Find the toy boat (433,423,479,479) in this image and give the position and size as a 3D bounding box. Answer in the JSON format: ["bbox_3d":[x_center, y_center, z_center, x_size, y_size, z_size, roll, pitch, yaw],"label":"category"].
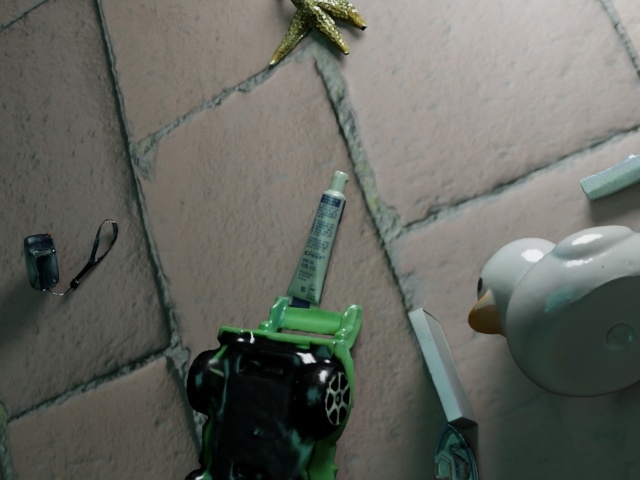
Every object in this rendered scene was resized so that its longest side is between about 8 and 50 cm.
[{"bbox_3d":[0.170,0.304,1.112,0.059,0.066,0.140,-12,70,30],"label":"toy boat"}]

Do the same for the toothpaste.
[{"bbox_3d":[0.000,0.000,1.307,0.062,0.037,0.216,16,90,33],"label":"toothpaste"}]

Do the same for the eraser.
[{"bbox_3d":[0.160,0.168,1.132,0.023,0.104,0.150,-24,66,14],"label":"eraser"}]

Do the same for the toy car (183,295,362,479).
[{"bbox_3d":[-0.056,0.255,1.197,0.213,0.176,0.359,2,84,27],"label":"toy car"}]

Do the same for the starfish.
[{"bbox_3d":[-0.014,-0.372,1.416,0.223,0.050,0.217,43,107,36],"label":"starfish"}]

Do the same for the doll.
[{"bbox_3d":[0.303,0.070,1.051,0.251,0.221,0.221,-20,66,-1],"label":"doll"}]

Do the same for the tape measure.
[{"bbox_3d":[-0.442,0.020,1.554,0.179,0.104,0.107,-23,36,-13],"label":"tape measure"}]

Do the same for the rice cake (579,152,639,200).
[{"bbox_3d":[0.417,-0.102,1.101,0.180,0.030,0.042,-26,71,21],"label":"rice cake"}]
